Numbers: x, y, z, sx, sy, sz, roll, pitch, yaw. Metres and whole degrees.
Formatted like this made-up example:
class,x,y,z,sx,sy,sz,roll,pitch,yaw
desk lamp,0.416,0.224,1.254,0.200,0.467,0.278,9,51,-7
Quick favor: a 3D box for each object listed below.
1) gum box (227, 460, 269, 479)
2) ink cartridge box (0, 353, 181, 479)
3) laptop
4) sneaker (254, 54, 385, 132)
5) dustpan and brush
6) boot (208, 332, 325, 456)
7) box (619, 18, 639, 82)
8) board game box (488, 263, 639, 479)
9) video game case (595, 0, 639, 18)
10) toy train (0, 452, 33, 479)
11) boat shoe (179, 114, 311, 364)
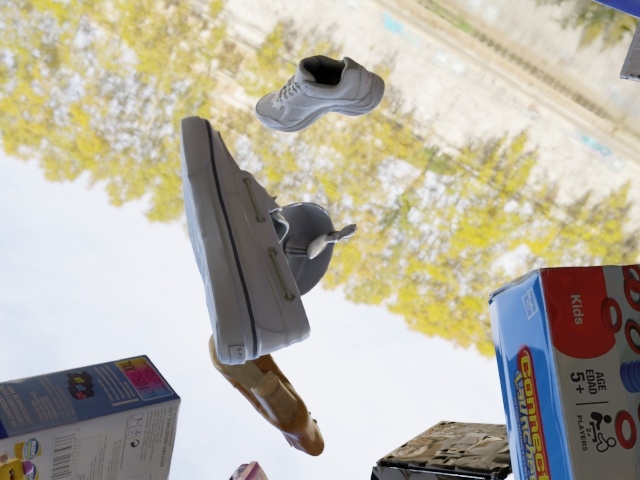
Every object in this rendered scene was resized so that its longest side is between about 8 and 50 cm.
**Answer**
class,x,y,z,sx,sy,sz,roll,pitch,yaw
gum box,-0.109,0.498,1.400,0.188,0.062,0.107,61,-172,2
ink cartridge box,-0.441,0.359,1.240,0.395,0.270,0.151,-7,-152,-40
laptop,0.197,0.370,1.109,0.264,0.137,0.234,-17,-175,-43
sneaker,-0.020,-0.246,1.239,0.115,0.232,0.090,40,-132,-47
dustpan and brush,0.000,0.000,1.217,0.060,0.147,0.211,5,-165,21
boot,-0.109,0.301,1.550,0.295,0.104,0.211,37,160,53
box,0.417,-0.227,0.812,0.093,0.158,0.156,11,-163,-15
board game box,0.277,0.166,0.468,0.301,0.308,0.086,-2,164,-10
video game case,0.308,-0.251,0.529,0.269,0.244,0.061,24,-126,7
toy train,-0.426,0.310,0.954,0.046,0.166,0.125,-1,161,38
boat shoe,-0.063,-0.007,0.619,0.075,0.083,0.226,-8,-120,-14
